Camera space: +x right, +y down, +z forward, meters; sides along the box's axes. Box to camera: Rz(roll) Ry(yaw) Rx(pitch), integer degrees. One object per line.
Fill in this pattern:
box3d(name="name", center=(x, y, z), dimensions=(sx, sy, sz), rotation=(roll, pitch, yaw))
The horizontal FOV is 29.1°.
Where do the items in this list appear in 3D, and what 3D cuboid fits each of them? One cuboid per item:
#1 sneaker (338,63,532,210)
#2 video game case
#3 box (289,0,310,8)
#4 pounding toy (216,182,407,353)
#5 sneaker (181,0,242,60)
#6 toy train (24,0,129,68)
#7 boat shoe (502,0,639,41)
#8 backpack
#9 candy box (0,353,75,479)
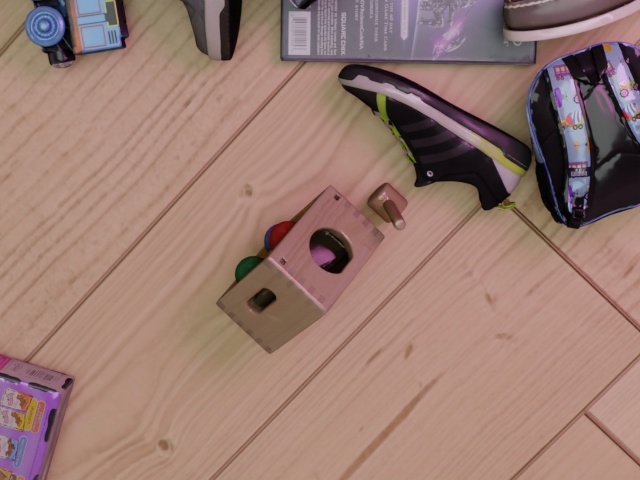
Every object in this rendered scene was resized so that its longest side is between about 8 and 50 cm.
box3d(name="sneaker", center=(0.113, -0.104, 1.313), dimensions=(0.235, 0.084, 0.097), rotation=(28, 102, -2))
box3d(name="video game case", center=(0.095, -0.287, 1.313), dimensions=(0.274, 0.026, 0.196), rotation=(1, 100, 1))
box3d(name="box", center=(0.012, -0.312, 1.221), dimensions=(0.158, 0.156, 0.093), rotation=(-38, 97, 8))
box3d(name="pounding toy", center=(0.007, -0.007, 1.297), dimensions=(0.094, 0.206, 0.181), rotation=(43, 142, -5))
box3d(name="sneaker", center=(-0.179, -0.313, 1.242), dimensions=(0.178, 0.124, 0.295), rotation=(0, 127, 8))
box3d(name="toy train", center=(-0.266, -0.278, 1.305), dimensions=(0.105, 0.080, 0.184), rotation=(-9, 97, -5))
box3d(name="boat shoe", center=(0.318, -0.289, 1.251), dimensions=(0.305, 0.109, 0.091), rotation=(-22, 116, -2))
box3d(name="backpack", center=(0.290, -0.117, 1.286), dimensions=(0.158, 0.117, 0.173), rotation=(-20, 99, 6))
box3d(name="candy box", center=(-0.398, 0.208, 1.394), dimensions=(0.196, 0.070, 0.164), rotation=(18, 100, -1))
